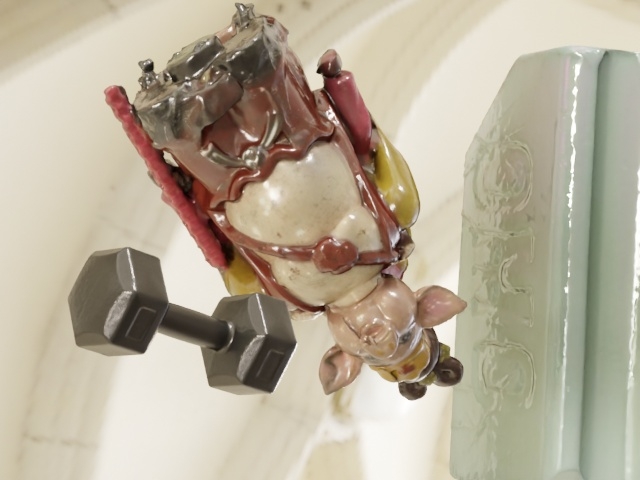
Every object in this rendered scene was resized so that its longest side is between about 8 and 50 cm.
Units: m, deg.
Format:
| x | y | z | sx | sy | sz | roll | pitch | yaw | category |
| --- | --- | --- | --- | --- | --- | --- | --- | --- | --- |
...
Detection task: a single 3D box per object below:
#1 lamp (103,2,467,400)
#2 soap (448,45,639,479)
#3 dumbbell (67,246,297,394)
| x | y | z | sx | sy | sz | roll | pitch | yaw | category |
| --- | --- | --- | --- | --- | --- | --- | --- | --- | --- |
| 0.000 | 0.000 | 0.904 | 0.118 | 0.118 | 0.253 | -47 | -67 | -39 | lamp |
| 0.160 | 0.024 | 1.154 | 0.095 | 0.173 | 0.289 | 3 | -90 | -19 | soap |
| -0.048 | 0.030 | 0.617 | 0.083 | 0.040 | 0.036 | 21 | -110 | -38 | dumbbell |
